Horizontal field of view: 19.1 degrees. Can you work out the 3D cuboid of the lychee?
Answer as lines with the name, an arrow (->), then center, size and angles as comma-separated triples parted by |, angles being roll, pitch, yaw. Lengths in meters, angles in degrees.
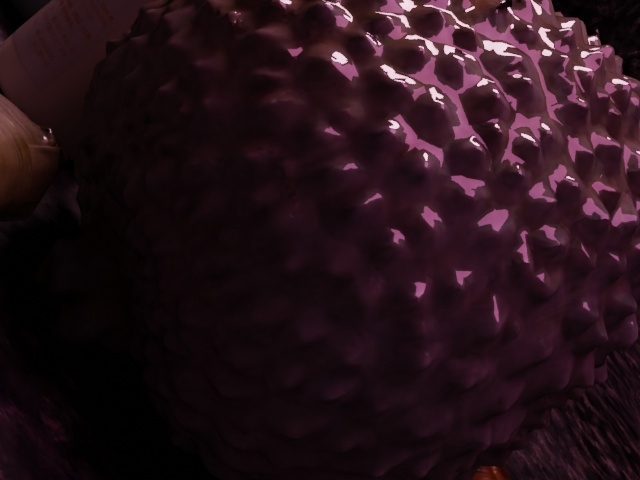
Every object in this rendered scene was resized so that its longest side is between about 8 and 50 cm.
lychee -> 0.023, -0.013, 1.268 | 0.380, 0.432, 0.380 | 166, -90, -75

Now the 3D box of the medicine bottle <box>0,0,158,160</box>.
medicine bottle -> -0.117, -0.172, 1.403 | 0.114, 0.252, 0.114 | 48, 14, -16

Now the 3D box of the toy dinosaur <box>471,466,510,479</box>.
toy dinosaur -> 0.167, 0.270, 1.640 | 0.208, 0.097, 0.432 | 39, 15, -19

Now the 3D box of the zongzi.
zongzi -> -0.251, -0.078, 1.137 | 0.176, 0.078, 0.160 | 45, 13, 6

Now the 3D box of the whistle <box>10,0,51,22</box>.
whistle -> -0.122, -0.150, 1.555 | 0.289, 0.163, 0.163 | 56, 14, 4
